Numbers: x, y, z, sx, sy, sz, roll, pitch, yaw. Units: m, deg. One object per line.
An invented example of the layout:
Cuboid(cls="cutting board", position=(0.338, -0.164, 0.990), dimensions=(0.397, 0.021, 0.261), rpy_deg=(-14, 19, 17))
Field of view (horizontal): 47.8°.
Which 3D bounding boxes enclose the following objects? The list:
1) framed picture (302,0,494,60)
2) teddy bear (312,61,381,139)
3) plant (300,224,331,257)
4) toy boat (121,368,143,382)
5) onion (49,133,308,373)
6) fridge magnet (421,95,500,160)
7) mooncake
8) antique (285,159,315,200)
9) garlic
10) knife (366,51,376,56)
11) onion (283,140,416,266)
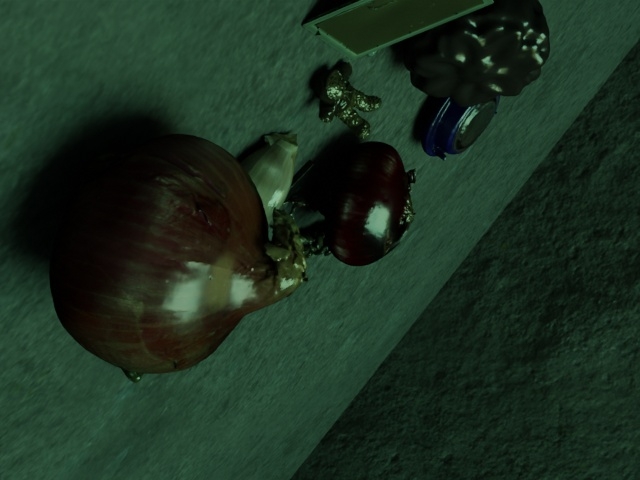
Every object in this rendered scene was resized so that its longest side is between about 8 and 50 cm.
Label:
Cuboid(cls="framed picture", position=(0.131, -0.377, 1.187), dimensions=(0.273, 0.016, 0.216), rpy_deg=(-16, 172, 23))
Cuboid(cls="teddy bear", position=(0.037, -0.263, 1.332), dimensions=(0.160, 0.078, 0.119), rpy_deg=(30, 82, -48))
Cuboid(cls="plant", position=(0.000, 0.000, 1.707), dimensions=(0.174, 0.087, 0.085), rpy_deg=(-18, 108, -50))
Cuboid(cls="toy boat", position=(-0.334, 0.241, 1.431), dimensions=(0.075, 0.077, 0.185), rpy_deg=(-52, 160, 9))
Cuboid(cls="onion", position=(-0.218, 0.019, 1.014), dimensions=(0.354, 0.354, 0.353), rpy_deg=(-42, 158, -21))
Cuboid(cls="fridge magnet", position=(0.356, -0.321, 1.824), dimensions=(0.265, 0.113, 0.265), rpy_deg=(-40, 156, -23))
Cuboid(cls="mooncake", position=(0.300, -0.373, 1.406), dimensions=(0.283, 0.283, 0.141), rpy_deg=(85, 6, -62))
Cuboid(cls="antique", position=(-0.079, -0.087, 1.472), dimensions=(0.192, 0.015, 0.031), rpy_deg=(-46, 160, -8))
Cuboid(cls="garlic", position=(-0.128, -0.066, 1.325), dimensions=(0.148, 0.128, 0.266), rpy_deg=(-3, 142, -47))
Cuboid(cls="knife", position=(0.129, -0.409, 1.328), dimensions=(0.162, 0.023, 0.044), rpy_deg=(-53, 156, 9))
Cuboid(cls="onion", position=(0.063, -0.083, 1.555), dimensions=(0.273, 0.285, 0.273), rpy_deg=(7, 90, -87))
